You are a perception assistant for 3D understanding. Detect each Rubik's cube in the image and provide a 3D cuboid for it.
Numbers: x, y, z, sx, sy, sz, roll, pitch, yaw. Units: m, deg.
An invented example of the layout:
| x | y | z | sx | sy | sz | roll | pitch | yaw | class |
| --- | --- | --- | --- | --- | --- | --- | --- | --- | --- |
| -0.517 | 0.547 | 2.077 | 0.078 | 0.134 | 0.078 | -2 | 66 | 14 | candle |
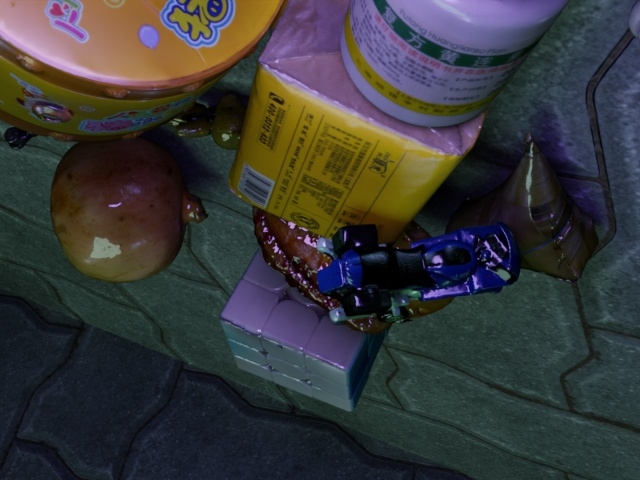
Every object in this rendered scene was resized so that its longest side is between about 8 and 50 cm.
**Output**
| x | y | z | sx | sy | sz | roll | pitch | yaw | class |
| --- | --- | --- | --- | --- | --- | --- | --- | --- | --- |
| -0.010 | 0.151 | 1.901 | 0.291 | 0.291 | 0.290 | 21 | 155 | 13 | Rubik's cube |

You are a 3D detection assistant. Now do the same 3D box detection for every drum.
| x | y | z | sx | sy | sz | roll | pitch | yaw | class |
| --- | --- | --- | --- | --- | --- | --- | --- | --- | --- |
| -0.254 | -0.329 | 1.001 | 0.431 | 0.431 | 0.214 | 35 | 155 | -18 | drum |

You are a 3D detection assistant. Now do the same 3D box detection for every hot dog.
| x | y | z | sx | sy | sz | roll | pitch | yaw | class |
| --- | --- | --- | --- | --- | --- | --- | --- | --- | --- |
| 0.035 | 0.008 | 1.526 | 0.405 | 0.223 | 0.185 | 43 | 180 | 5 | hot dog |

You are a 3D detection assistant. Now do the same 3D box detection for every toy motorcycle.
| x | y | z | sx | sy | sz | roll | pitch | yaw | class |
| --- | --- | --- | --- | --- | --- | --- | --- | --- | --- |
| 0.157 | 0.041 | 1.287 | 0.331 | 0.125 | 0.196 | -2 | 160 | -25 | toy motorcycle |

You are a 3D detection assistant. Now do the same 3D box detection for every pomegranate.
| x | y | z | sx | sy | sz | roll | pitch | yaw | class |
| --- | --- | --- | --- | --- | --- | --- | --- | --- | --- |
| -0.399 | -0.069 | 1.871 | 0.338 | 0.338 | 0.338 | 23 | 157 | 11 | pomegranate |

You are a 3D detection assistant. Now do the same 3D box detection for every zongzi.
| x | y | z | sx | sy | sz | roll | pitch | yaw | class |
| --- | --- | --- | --- | --- | --- | --- | --- | --- | --- |
| 0.267 | -0.060 | 1.375 | 0.260 | 0.123 | 0.289 | 8 | 150 | 44 | zongzi |

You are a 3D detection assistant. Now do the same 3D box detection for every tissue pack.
| x | y | z | sx | sy | sz | roll | pitch | yaw | class |
| --- | --- | --- | --- | --- | --- | --- | --- | --- | --- |
| 0.044 | -0.169 | 1.253 | 0.293 | 0.228 | 0.382 | 25 | 158 | -2 | tissue pack |

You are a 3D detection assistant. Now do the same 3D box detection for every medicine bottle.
| x | y | z | sx | sy | sz | roll | pitch | yaw | class |
| --- | --- | --- | --- | --- | --- | --- | --- | --- | --- |
| 0.154 | -0.281 | 0.928 | 0.208 | 0.208 | 0.339 | 28 | 157 | -1 | medicine bottle |

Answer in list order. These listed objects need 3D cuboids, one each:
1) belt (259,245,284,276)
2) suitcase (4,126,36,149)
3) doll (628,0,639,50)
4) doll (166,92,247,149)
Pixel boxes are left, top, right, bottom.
| x | y | z | sx | sy | sz | roll | pitch | yaw | class |
| --- | --- | --- | --- | --- | --- | --- | --- | --- | --- |
| 0.000 | 0.000 | 1.722 | 0.289 | 0.184 | 0.164 | 29 | 162 | 10 | belt |
| -0.417 | -0.310 | 1.362 | 0.128 | 0.312 | 0.202 | 33 | 160 | 17 | suitcase |
| 0.415 | -0.231 | 0.871 | 0.155 | 0.113 | 0.275 | 35 | 157 | -10 | doll |
| -0.198 | -0.223 | 1.580 | 0.209 | 0.137 | 0.097 | 18 | 113 | 12 | doll |
